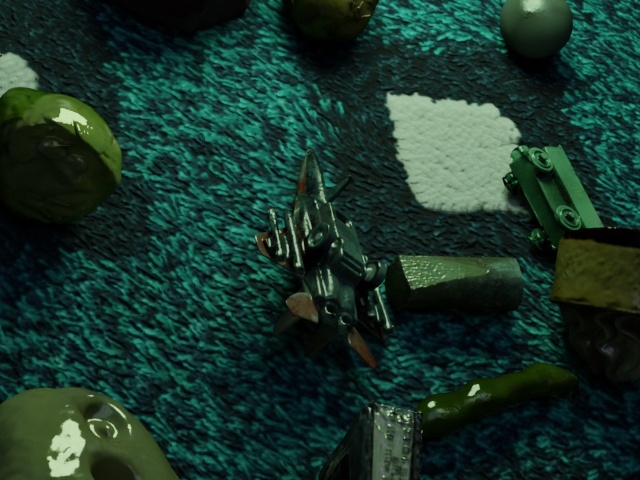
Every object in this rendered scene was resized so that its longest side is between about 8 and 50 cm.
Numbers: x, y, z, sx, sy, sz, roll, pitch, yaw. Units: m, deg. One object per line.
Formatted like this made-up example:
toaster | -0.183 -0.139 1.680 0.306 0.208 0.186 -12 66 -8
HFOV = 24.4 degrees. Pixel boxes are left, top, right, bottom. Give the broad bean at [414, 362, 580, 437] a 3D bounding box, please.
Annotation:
broad bean | 0.204 0.182 1.723 0.256 0.052 0.053 -9 101 -34

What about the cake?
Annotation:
cake | 0.372 0.083 1.790 0.185 0.207 0.178 10 79 -20

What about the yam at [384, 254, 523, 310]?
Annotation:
yam | 0.165 0.050 1.789 0.169 0.068 0.068 3 54 -25

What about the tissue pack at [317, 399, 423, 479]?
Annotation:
tissue pack | 0.041 0.301 1.469 0.073 0.173 0.235 15 51 -12

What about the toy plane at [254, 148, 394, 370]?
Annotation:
toy plane | 0.005 -0.003 1.731 0.223 0.104 0.326 36 38 -33

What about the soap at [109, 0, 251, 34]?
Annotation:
soap | -0.154 -0.407 1.948 0.220 0.127 0.325 24 49 -6

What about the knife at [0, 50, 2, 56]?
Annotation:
knife | -0.414 -0.151 1.700 0.045 0.021 0.222 21 48 -13

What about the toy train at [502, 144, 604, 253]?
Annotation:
toy train | 0.307 -0.052 1.936 0.099 0.070 0.172 1 55 -38

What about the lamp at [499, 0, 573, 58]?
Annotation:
lamp | 0.307 -0.310 2.107 0.105 0.105 0.105 13 51 -16

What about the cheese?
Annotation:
cheese | -0.234 0.271 1.314 0.328 0.129 0.351 57 24 20

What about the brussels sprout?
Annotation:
brussels sprout | -0.293 -0.104 1.637 0.149 0.151 0.122 9 47 -12

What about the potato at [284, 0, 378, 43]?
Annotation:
potato | 0.022 -0.348 1.988 0.137 0.137 0.176 19 48 -11
